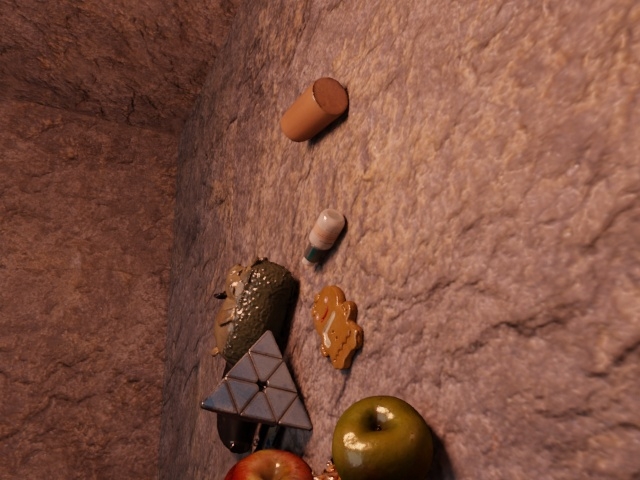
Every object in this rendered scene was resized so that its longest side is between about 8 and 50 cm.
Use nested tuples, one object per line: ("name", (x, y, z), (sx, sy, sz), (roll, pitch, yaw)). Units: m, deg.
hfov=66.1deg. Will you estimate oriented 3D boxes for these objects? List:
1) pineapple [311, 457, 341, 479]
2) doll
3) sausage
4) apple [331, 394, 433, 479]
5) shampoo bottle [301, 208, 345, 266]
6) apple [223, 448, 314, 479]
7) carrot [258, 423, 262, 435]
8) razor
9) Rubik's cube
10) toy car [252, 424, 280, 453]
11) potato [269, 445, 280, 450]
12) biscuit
("pineapple", (-0.030, 0.611, 0.962), (0.262, 0.272, 0.262), (55, 158, 34))
("doll", (-0.220, 0.217, 1.555), (0.349, 0.247, 0.247), (-62, 32, 14))
("sausage", (-0.029, -0.385, 1.497), (0.253, 0.123, 0.123), (-25, 60, 59))
("apple", (0.116, 0.391, 0.924), (0.196, 0.196, 0.156), (-133, 32, -56))
("shampoo bottle", (0.000, 0.000, 1.373), (0.192, 0.074, 0.074), (-60, 34, 33))
("apple", (-0.131, 0.664, 1.238), (0.272, 0.252, 0.206), (18, 104, 49))
("carrot", (-0.175, 0.578, 1.580), (0.035, 0.035, 0.142), (-9, 68, 61))
("razor", (-0.282, 0.546, 1.704), (0.204, 0.114, 0.349), (31, 109, 58))
("Rubik's cube", (-0.185, 0.441, 1.397), (0.233, 0.229, 0.228), (66, 176, -19))
("toy car", (-0.163, 0.595, 1.508), (0.095, 0.056, 0.204), (-156, 83, -76))
("potato", (-0.145, 0.717, 1.449), (0.120, 0.100, 0.261), (38, 105, 19))
("biscuit", (0.035, 0.215, 1.287), (0.184, 0.035, 0.249), (-64, 31, 28))
